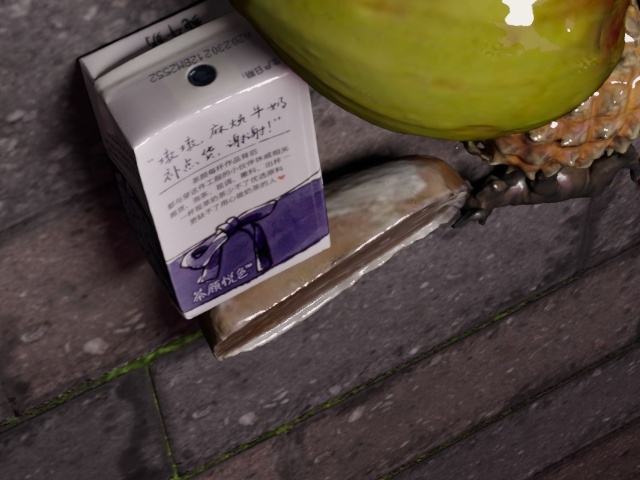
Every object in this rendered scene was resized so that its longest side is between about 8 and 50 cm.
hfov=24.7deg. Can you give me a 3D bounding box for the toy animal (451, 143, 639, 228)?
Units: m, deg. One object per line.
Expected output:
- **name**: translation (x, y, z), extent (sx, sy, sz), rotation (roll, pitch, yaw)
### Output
- **toy animal**: translation (0.216, -0.079, 1.348), extent (0.233, 0.084, 0.148), rotation (-15, 156, -31)

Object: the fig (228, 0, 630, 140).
- **fig**: translation (0.065, -0.181, 0.921), extent (0.271, 0.239, 0.239), rotation (4, 137, -11)

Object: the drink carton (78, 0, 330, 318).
- **drink carton**: translation (-0.078, -0.059, 1.059), extent (0.134, 0.102, 0.222), rotation (-25, 148, -12)

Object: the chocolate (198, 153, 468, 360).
- **chocolate**: translation (-0.001, -0.001, 1.226), extent (0.254, 0.080, 0.157), rotation (-32, 169, -8)

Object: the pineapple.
- **pineapple**: translation (0.176, -0.126, 1.164), extent (0.193, 0.166, 0.166), rotation (-23, 153, 19)
